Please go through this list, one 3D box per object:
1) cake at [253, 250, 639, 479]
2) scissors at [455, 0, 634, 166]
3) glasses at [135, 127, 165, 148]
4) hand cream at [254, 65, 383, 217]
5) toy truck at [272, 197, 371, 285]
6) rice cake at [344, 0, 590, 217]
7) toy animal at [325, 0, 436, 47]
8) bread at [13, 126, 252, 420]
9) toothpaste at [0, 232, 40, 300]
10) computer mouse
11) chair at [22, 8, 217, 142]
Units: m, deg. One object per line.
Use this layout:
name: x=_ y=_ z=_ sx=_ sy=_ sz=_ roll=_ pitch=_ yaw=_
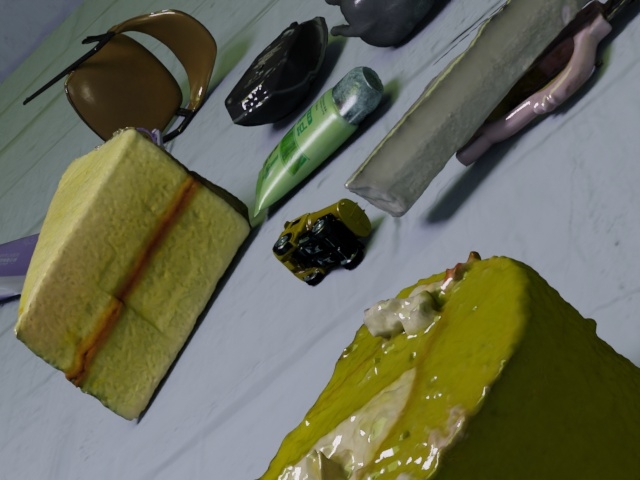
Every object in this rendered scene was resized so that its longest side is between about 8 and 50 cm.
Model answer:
cake: x=0.060 y=0.139 z=0.815 sx=0.260 sy=0.156 sz=0.179 roll=-57 pitch=16 yaw=-21
scissors: x=0.228 y=-0.180 z=1.245 sx=0.317 sy=0.024 sz=0.160 roll=-40 pitch=19 yaw=20
glasses: x=-0.230 y=-0.079 z=1.997 sx=0.104 sy=0.062 sz=0.140 roll=26 pitch=73 yaw=47
hand cream: x=-0.008 y=-0.103 z=1.550 sx=0.175 sy=0.046 sz=0.095 roll=-41 pitch=23 yaw=22
toy truck: x=0.000 y=0.000 z=1.338 sx=0.083 sy=0.049 sz=0.054 roll=-24 pitch=29 yaw=46
rice cake: x=0.119 y=-0.123 z=1.238 sx=0.256 sy=0.057 sz=0.052 roll=-49 pitch=21 yaw=-3
toy animal: x=0.115 y=-0.298 z=1.622 sx=0.269 sy=0.082 sz=0.137 roll=-39 pitch=24 yaw=11
bread: x=-0.214 y=0.041 z=1.530 sx=0.163 sy=0.167 sz=0.264 roll=-21 pitch=34 yaw=54
toothpaste: x=-0.489 y=0.054 z=2.216 sx=0.371 sy=0.080 sz=0.125 roll=-17 pitch=35 yaw=47
computer mouse: x=-0.041 y=-0.184 z=1.753 sx=0.106 sy=0.062 sz=0.192 roll=-32 pitch=19 yaw=40
chair: x=-0.257 y=-0.208 z=2.100 sx=0.172 sy=0.159 sz=0.247 roll=-53 pitch=19 yaw=-21
